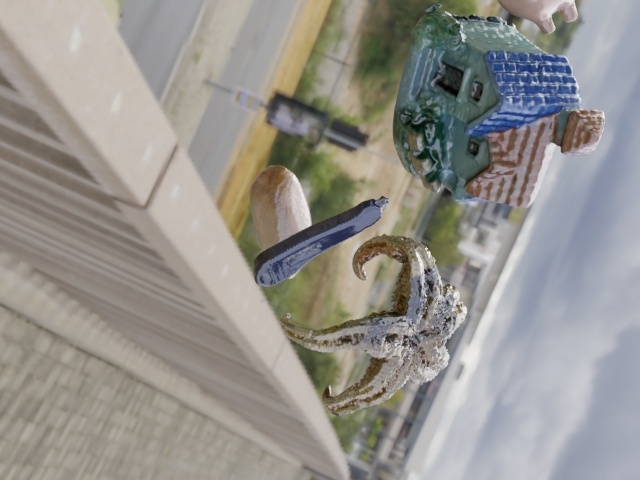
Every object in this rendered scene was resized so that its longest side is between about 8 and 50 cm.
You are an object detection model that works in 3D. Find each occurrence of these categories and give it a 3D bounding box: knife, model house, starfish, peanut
[{"bbox_3d":[0.000,0.000,0.830,0.031,0.121,0.018,50,18,-47],"label":"knife"},{"bbox_3d":[0.143,-0.090,0.850,0.148,0.119,0.148,41,-56,51],"label":"model house"},{"bbox_3d":[0.055,0.084,0.895,0.146,0.074,0.190,-49,140,-6],"label":"starfish"},{"bbox_3d":[-0.049,-0.023,1.394,0.076,0.076,0.152,-52,138,-63],"label":"peanut"}]

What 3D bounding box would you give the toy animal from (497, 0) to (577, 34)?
[{"bbox_3d":[0.158,-0.232,0.829,0.083,0.089,0.150,-44,120,-50],"label":"toy animal"}]
